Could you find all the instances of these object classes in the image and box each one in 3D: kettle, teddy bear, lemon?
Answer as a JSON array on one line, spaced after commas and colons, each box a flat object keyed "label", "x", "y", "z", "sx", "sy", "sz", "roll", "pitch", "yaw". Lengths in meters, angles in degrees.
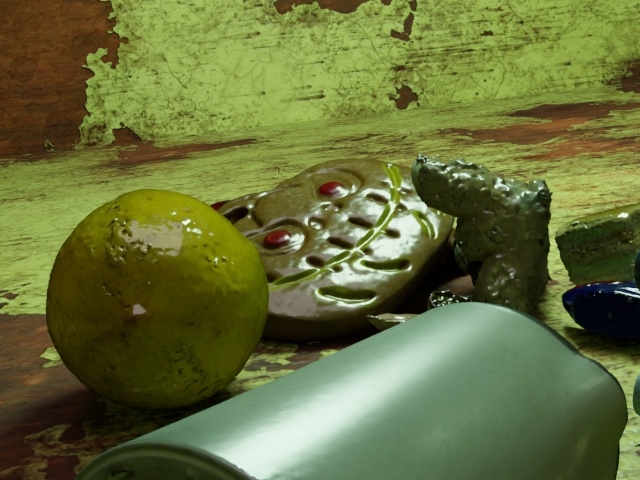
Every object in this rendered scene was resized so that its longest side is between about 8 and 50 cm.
[{"label": "kettle", "x": 0.001, "y": 0.214, "z": 0.809, "sx": 0.361, "sy": 0.250, "sz": 0.376, "roll": -31, "pitch": -6, "yaw": 38}, {"label": "teddy bear", "x": 0.243, "y": -0.017, "z": 1.536, "sx": 0.156, "sy": 0.267, "sz": 0.256, "roll": -30, "pitch": -6, "yaw": 4}, {"label": "lemon", "x": -0.188, "y": 0.065, "z": 1.315, "sx": 0.258, "sy": 0.258, "sz": 0.310, "roll": -6, "pitch": 19, "yaw": -1}]

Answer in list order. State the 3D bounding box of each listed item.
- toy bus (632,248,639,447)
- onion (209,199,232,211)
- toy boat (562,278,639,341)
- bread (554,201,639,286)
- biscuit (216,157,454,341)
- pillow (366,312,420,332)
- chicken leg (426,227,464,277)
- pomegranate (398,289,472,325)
[{"label": "toy bus", "x": 0.391, "y": 0.066, "z": 1.062, "sx": 0.133, "sy": 0.271, "sz": 0.165, "roll": 7, "pitch": 16, "yaw": 40}, {"label": "onion", "x": -0.151, "y": 0.018, "z": 1.797, "sx": 0.140, "sy": 0.150, "sz": 0.150, "roll": -36, "pitch": -4, "yaw": 34}, {"label": "toy boat", "x": 0.462, "y": 0.083, "z": 1.407, "sx": 0.318, "sy": 0.072, "sz": 0.219, "roll": -2, "pitch": 9, "yaw": -25}, {"label": "bread", "x": 0.443, "y": -0.001, "z": 1.576, "sx": 0.196, "sy": 0.102, "sz": 0.138, "roll": -15, "pitch": 0, "yaw": -37}, {"label": "biscuit", "x": -0.001, "y": -0.007, "z": 1.611, "sx": 0.350, "sy": 0.070, "sz": 0.394, "roll": 14, "pitch": 41, "yaw": 23}, {"label": "pillow", "x": 0.164, "y": 0.117, "z": 1.300, "sx": 0.211, "sy": 0.034, "sz": 0.135, "roll": 3, "pitch": -24, "yaw": 31}, {"label": "chicken leg", "x": 0.094, "y": 0.037, "z": 1.662, "sx": 0.304, "sy": 0.093, "sz": 0.113, "roll": -20, "pitch": 31, "yaw": -30}, {"label": "pomegranate", "x": 0.125, "y": 0.134, "z": 1.166, "sx": 0.143, "sy": 0.122, "sz": 0.169, "roll": -4, "pitch": -25, "yaw": -23}]
